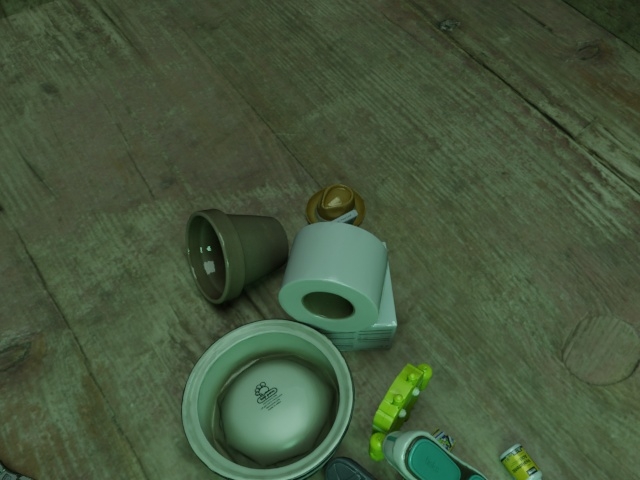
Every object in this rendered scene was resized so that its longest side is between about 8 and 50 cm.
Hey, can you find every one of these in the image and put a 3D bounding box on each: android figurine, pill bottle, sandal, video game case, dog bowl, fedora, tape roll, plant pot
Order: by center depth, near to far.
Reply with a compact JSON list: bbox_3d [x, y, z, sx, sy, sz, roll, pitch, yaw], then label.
[{"bbox_3d":[-0.744,0.558,1.521,0.219,0.060,0.090,24,62,-3],"label":"sandal"},{"bbox_3d":[0.185,0.394,1.535,0.056,0.273,0.248,29,58,19],"label":"android figurine"},{"bbox_3d":[0.489,0.553,1.562,0.065,0.065,0.116,-26,60,-19],"label":"pill bottle"},{"bbox_3d":[-0.115,0.402,1.569,0.408,0.150,0.408,-4,54,5],"label":"dog bowl"},{"bbox_3d":[0.034,0.092,1.583,0.246,0.246,0.169,10,55,5],"label":"tape roll"},{"bbox_3d":[-0.222,0.028,1.822,0.229,0.263,0.263,-13,54,-34],"label":"plant pot"},{"bbox_3d":[0.000,0.000,1.846,0.193,0.212,0.023,-28,77,-20],"label":"video game case"},{"bbox_3d":[0.048,-0.113,2.007,0.194,0.079,0.194,1,55,-1],"label":"fedora"}]

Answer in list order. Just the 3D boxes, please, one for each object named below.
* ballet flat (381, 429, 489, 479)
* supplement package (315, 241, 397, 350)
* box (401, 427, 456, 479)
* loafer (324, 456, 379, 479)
[{"bbox_3d":[0.279,0.547,1.460,0.400,0.139,0.139,47,55,-22],"label":"ballet flat"},{"bbox_3d":[0.086,0.153,1.779,0.204,0.145,0.262,-2,55,-3],"label":"supplement package"},{"bbox_3d":[0.256,0.540,1.568,0.059,0.054,0.169,32,59,18],"label":"box"},{"bbox_3d":[0.144,0.607,1.495,0.302,0.095,0.109,40,100,21],"label":"loafer"}]
